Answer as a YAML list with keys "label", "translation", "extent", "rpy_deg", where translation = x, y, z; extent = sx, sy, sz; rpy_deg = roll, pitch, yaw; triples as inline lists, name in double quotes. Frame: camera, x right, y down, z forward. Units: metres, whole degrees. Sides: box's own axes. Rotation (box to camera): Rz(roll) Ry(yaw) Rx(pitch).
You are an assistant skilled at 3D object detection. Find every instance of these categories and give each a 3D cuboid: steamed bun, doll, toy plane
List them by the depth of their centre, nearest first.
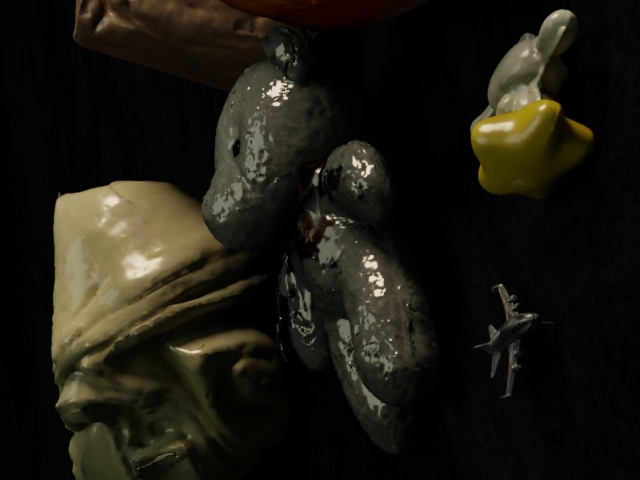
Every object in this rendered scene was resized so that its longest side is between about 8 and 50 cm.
- label: "doll"
  translation: [0.129, -0.085, 1.139]
  extent: [0.135, 0.071, 0.113]
  rpy_deg: [162, 118, -73]
- label: "toy plane"
  translation: [0.128, 0.062, 1.150]
  extent: [0.083, 0.031, 0.078]
  rpy_deg: [137, 133, -61]
- label: "doll"
  translation: [-0.008, -0.001, 1.343]
  extent: [0.246, 0.158, 0.340]
  rpy_deg: [106, 156, -60]
- label: "steamed bun"
  translation: [-0.098, -0.289, 1.516]
  extent: [0.199, 0.251, 0.301]
  rpy_deg: [-137, 58, -75]
- label: "steamed bun"
  translation: [-0.128, 0.098, 1.584]
  extent: [0.320, 0.206, 0.275]
  rpy_deg: [77, -167, -57]

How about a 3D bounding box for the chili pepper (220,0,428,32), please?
- label: "chili pepper"
  translation: [0.032, -0.290, 1.266]
  extent: [0.305, 0.229, 0.251]
  rpy_deg: [-4, 80, 59]
